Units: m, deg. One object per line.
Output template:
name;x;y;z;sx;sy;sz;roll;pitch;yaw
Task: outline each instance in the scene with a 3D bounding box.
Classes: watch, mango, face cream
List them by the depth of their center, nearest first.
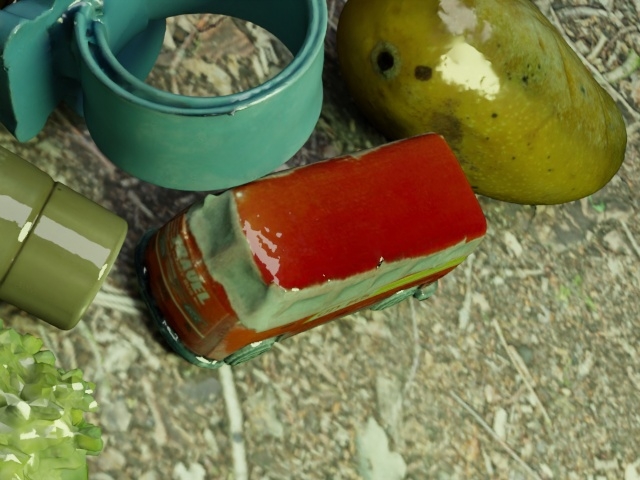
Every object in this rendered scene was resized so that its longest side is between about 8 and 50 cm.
face cream;-0.286;-0.057;0.916;0.341;0.084;0.137;29;51;-12
watch;-0.097;-0.122;0.988;0.193;0.211;0.211;28;43;15
mango;0.143;-0.120;1.247;0.329;0.175;0.176;38;67;-41

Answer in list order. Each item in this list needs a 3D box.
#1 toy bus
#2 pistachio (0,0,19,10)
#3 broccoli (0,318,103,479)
toy bus;0.000;0.000;1.071;0.265;0.120;0.121;-17;77;-42
pistachio;-0.262;-0.204;0.985;0.153;0.138;0.238;-16;63;0
broccoli;-0.201;0.152;0.723;0.302;0.249;0.375;-25;75;-42
